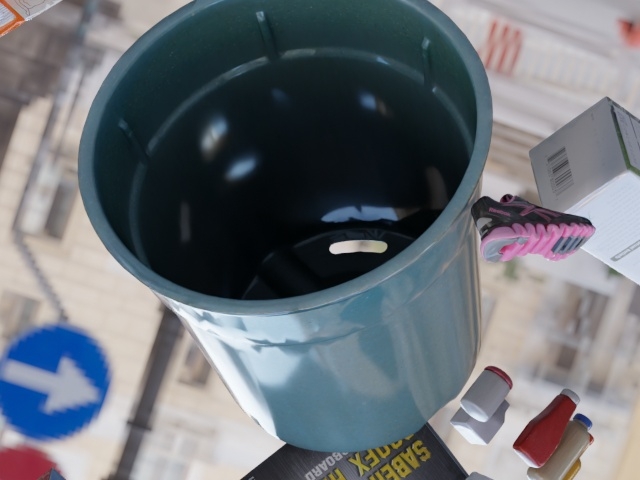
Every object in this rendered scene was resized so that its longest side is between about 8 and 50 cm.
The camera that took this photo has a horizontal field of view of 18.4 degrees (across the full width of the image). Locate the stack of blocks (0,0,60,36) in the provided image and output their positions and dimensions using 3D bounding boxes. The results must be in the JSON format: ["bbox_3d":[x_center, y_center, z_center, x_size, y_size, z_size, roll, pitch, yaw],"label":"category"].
[{"bbox_3d":[-0.235,-0.236,1.333,0.297,0.087,0.171,-26,129,28],"label":"stack of blocks"}]

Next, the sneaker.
[{"bbox_3d":[0.168,-0.016,1.571,0.119,0.047,0.057,1,-130,-38],"label":"sneaker"}]

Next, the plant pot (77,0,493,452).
[{"bbox_3d":[0.000,0.000,1.724,0.341,0.341,0.334,20,154,24],"label":"plant pot"}]

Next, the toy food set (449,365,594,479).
[{"bbox_3d":[0.234,0.201,2.288,0.232,0.104,0.111,46,160,-16],"label":"toy food set"}]

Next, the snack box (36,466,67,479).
[{"bbox_3d":[-0.258,0.336,1.807,0.174,0.207,0.070,44,-159,-15],"label":"snack box"}]

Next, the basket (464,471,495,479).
[{"bbox_3d":[0.176,0.295,1.705,0.167,0.103,0.113,28,156,26],"label":"basket"}]

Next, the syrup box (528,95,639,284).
[{"bbox_3d":[0.301,-0.021,1.753,0.237,0.096,0.093,31,-144,-36],"label":"syrup box"}]

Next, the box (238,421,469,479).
[{"bbox_3d":[0.027,0.262,1.865,0.183,0.231,0.056,53,180,17],"label":"box"}]
